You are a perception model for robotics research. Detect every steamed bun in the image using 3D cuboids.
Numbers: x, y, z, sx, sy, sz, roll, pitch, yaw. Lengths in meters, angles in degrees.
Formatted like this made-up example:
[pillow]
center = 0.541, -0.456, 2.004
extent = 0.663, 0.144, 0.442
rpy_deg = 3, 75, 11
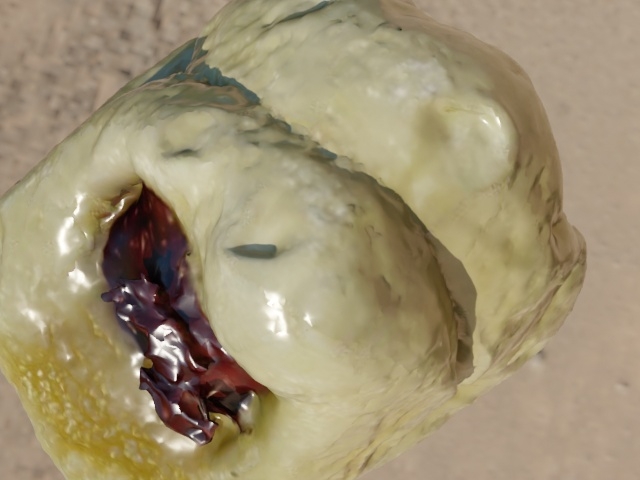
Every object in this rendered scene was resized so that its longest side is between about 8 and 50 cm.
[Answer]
[steamed bun]
center = 0.000, 0.000, 0.544
extent = 0.172, 0.141, 0.155
rpy_deg = -38, 3, -18
